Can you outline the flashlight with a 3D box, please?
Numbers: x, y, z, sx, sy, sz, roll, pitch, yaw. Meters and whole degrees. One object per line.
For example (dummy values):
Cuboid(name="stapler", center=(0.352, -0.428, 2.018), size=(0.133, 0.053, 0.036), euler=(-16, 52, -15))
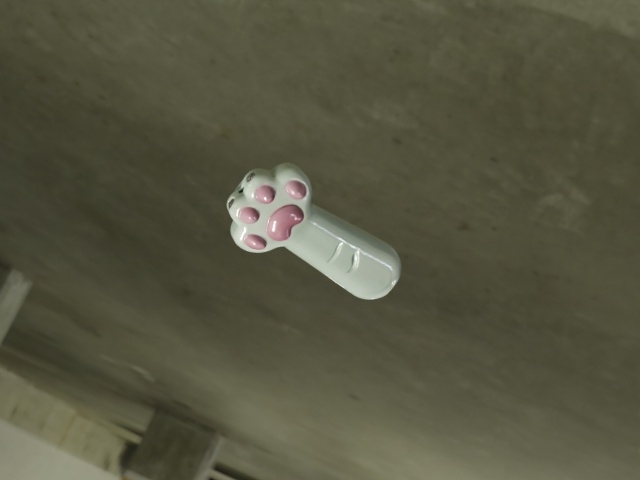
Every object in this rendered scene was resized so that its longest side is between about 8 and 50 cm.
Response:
Cuboid(name="flashlight", center=(0.000, 0.000, 1.036), size=(0.200, 0.093, 0.047), euler=(32, -167, -30))
